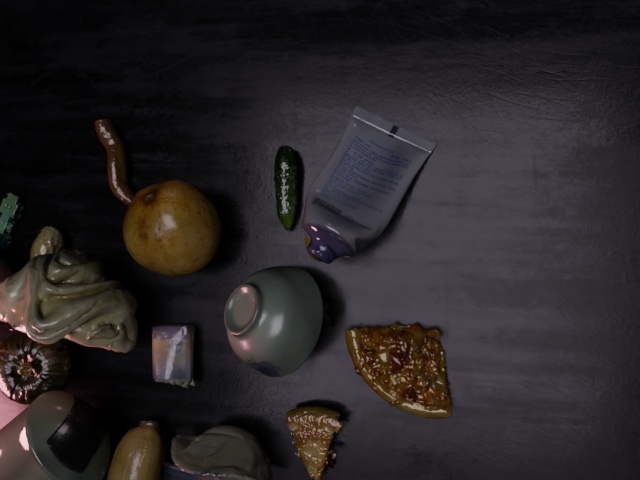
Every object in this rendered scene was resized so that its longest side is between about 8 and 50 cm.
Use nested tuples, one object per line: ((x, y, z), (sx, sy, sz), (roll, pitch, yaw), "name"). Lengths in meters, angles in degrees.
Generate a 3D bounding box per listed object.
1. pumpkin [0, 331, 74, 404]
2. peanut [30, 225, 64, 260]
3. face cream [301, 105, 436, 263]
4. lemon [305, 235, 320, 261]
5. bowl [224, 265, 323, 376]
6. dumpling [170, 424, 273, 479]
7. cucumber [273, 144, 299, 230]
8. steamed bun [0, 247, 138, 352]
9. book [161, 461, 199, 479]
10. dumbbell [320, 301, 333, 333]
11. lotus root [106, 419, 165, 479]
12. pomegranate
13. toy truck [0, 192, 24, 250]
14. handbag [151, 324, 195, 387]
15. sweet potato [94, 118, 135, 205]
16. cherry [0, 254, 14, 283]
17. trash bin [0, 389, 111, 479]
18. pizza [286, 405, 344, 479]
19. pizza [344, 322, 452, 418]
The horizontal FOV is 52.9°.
((-0.812, 0.356, 1.821), (0.223, 0.157, 0.224), (0, 86, 2), "pumpkin")
((-0.788, 0.066, 1.856), (0.098, 0.090, 0.215), (1, 90, 25), "peanut")
((0.094, -0.130, 1.611), (0.234, 0.137, 0.420), (27, 74, 12), "face cream")
((0.000, 0.000, 1.678), (0.082, 0.082, 0.111), (-7, 88, 13), "lemon")
((-0.145, 0.188, 1.606), (0.289, 0.146, 0.289), (-19, 62, 40), "bowl")
((-0.264, 0.574, 1.652), (0.243, 0.227, 0.175), (-17, 83, 20), "dumpling")
((-0.089, -0.139, 1.712), (0.069, 0.069, 0.228), (0, 92, 13), "cucumber")
((-0.659, 0.140, 1.700), (0.393, 0.346, 0.238), (16, 86, -5), "steamed bun")
((-0.328, 0.734, 1.763), (0.269, 0.025, 0.191), (10, 90, 13), "book")
((-0.071, 0.249, 1.681), (0.254, 0.110, 0.110), (-44, 80, 14), "dumbbell")
((-0.505, 0.638, 1.747), (0.146, 0.130, 0.304), (10, 88, 47), "lotus root")
((-0.388, -0.029, 1.692), (0.260, 0.260, 0.261), (0, 88, 13), "pomegranate")
((-0.944, -0.057, 1.901), (0.067, 0.081, 0.175), (27, 95, 11), "toy truck")
((-0.403, 0.317, 1.758), (0.117, 0.095, 0.173), (-4, 85, 17), "handbag")
((-0.577, -0.205, 1.830), (0.067, 0.059, 0.281), (-14, 88, -23), "sweet potato")
((-1.007, 0.111, 1.826), (0.261, 0.221, 0.308), (-6, 120, 17), "cherry")
((-0.783, 0.609, 1.750), (0.432, 0.280, 0.280), (-35, 81, 13), "trash bin")
((-0.006, 0.526, 1.673), (0.154, 0.069, 0.194), (-2, 94, 13), "pizza")
((0.214, 0.304, 1.619), (0.335, 0.086, 0.226), (40, 99, 13), "pizza")
